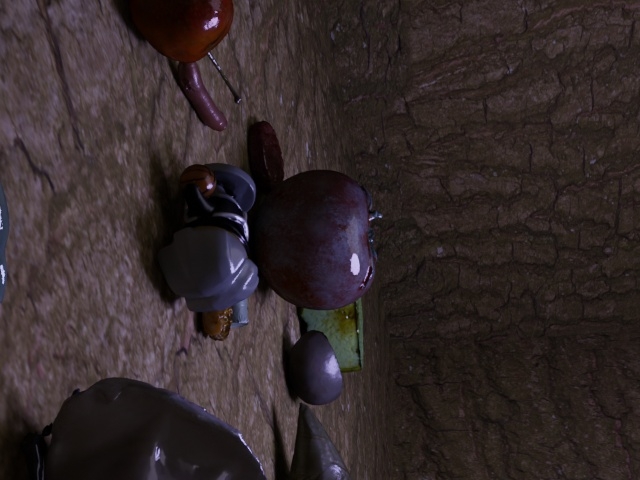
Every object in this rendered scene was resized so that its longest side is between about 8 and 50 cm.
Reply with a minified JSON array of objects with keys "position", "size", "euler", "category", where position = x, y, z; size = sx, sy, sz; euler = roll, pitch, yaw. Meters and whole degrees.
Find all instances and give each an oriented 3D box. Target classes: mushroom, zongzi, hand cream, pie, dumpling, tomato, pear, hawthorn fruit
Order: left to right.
[{"position":[-0.172,0.275,0.663],"size":[0.163,0.205,0.292],"euler":[-41,134,-63],"category":"dumpling"},{"position":[-0.189,-0.329,1.088],"size":[0.285,0.165,0.165],"euler":[53,31,-66],"category":"hawthorn fruit"},{"position":[-0.164,0.058,1.259],"size":[0.078,0.050,0.204],"euler":[113,-27,-70],"category":"hand cream"},{"position":[-0.124,-0.193,1.627],"size":[0.182,0.050,0.182],"euler":[-9,90,-79],"category":"pie"},{"position":[-0.023,0.316,1.662],"size":[0.117,0.141,0.188],"euler":[-20,103,-44],"category":"mushroom"},{"position":[0.000,0.000,1.523],"size":[0.317,0.283,0.316],"euler":[-5,90,-82],"category":"tomato"},{"position":[0.016,0.588,1.562],"size":[0.356,0.174,0.392],"euler":[69,11,-67],"category":"zongzi"},{"position":[0.039,0.214,1.936],"size":[0.292,0.160,0.292],"euler":[-4,90,-81],"category":"pear"}]

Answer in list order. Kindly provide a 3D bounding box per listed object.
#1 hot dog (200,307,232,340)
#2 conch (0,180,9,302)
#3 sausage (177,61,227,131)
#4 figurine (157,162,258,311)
[{"position":[-0.176,0.090,1.176],"size":[0.071,0.045,0.165],"euler":[62,23,-60],"category":"hot dog"},{"position":[-0.303,-0.031,0.578],"size":[0.065,0.088,0.180],"euler":[-23,120,-34],"category":"conch"},{"position":[-0.211,-0.255,1.221],"size":[0.186,0.043,0.043],"euler":[65,21,-60],"category":"sausage"},{"position":[-0.168,-0.008,1.061],"size":[0.176,0.133,0.236],"euler":[58,23,-46],"category":"figurine"}]
